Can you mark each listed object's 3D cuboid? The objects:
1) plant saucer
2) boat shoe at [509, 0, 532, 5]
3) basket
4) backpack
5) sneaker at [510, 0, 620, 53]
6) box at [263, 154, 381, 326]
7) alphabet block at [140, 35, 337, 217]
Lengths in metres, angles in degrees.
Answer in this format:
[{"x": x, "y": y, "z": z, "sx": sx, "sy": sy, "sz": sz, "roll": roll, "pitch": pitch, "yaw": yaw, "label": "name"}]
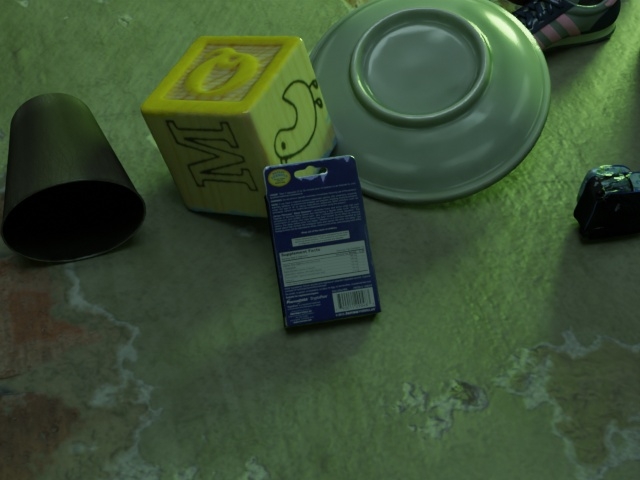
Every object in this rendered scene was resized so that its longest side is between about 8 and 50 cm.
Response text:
[{"x": 0.157, "y": -0.251, "z": 1.828, "sx": 0.401, "sy": 0.100, "sz": 0.400, "roll": -3, "pitch": 65, "yaw": 7, "label": "plant saucer"}, {"x": 0.433, "y": -0.499, "z": 2.078, "sx": 0.341, "sy": 0.121, "sz": 0.110, "roll": -16, "pitch": 72, "yaw": -34, "label": "boat shoe"}, {"x": -0.379, "y": -0.102, "z": 1.736, "sx": 0.204, "sy": 0.154, "sz": 0.227, "roll": -11, "pitch": 46, "yaw": -12, "label": "basket"}, {"x": 0.440, "y": -0.060, "z": 1.733, "sx": 0.114, "sy": 0.105, "sz": 0.084, "roll": -3, "pitch": 50, "yaw": -10, "label": "backpack"}, {"x": 0.372, "y": -0.384, "z": 1.997, "sx": 0.319, "sy": 0.131, "sz": 0.112, "roll": -23, "pitch": 54, "yaw": -19, "label": "sneaker"}, {"x": 0.000, "y": 0.000, "z": 1.640, "sx": 0.136, "sy": 0.036, "sz": 0.225, "roll": -8, "pitch": 87, "yaw": -8, "label": "box"}, {"x": -0.116, "y": -0.169, "z": 1.729, "sx": 0.193, "sy": 0.197, "sz": 0.192, "roll": 5, "pitch": 46, "yaw": 29, "label": "alphabet block"}]
